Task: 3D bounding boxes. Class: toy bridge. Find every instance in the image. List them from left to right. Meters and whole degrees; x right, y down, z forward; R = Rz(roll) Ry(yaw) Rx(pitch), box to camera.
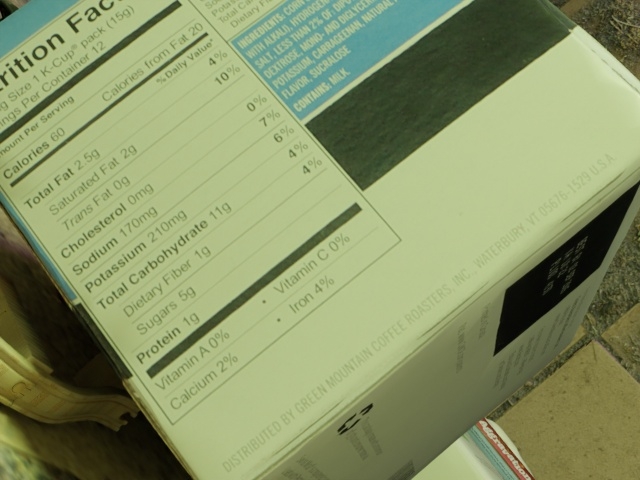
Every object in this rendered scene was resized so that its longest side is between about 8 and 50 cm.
[{"bbox_3d":[-0.130,0.039,0.412,0.063,0.026,0.188,53,1,39],"label":"toy bridge"}]

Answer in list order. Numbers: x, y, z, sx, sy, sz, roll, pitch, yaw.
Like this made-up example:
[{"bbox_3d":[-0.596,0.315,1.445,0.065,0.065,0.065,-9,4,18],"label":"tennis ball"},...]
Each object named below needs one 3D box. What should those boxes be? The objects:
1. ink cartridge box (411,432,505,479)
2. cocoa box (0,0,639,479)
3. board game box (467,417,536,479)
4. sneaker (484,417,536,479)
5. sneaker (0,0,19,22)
[{"bbox_3d":[0.142,0.280,0.896,0.273,0.115,0.198,51,2,36],"label":"ink cartridge box"},{"bbox_3d":[0.000,0.000,0.554,0.228,0.231,0.347,49,-7,19],"label":"cocoa box"},{"bbox_3d":[0.195,0.321,1.023,0.027,0.145,0.281,5,39,-49],"label":"board game box"},{"bbox_3d":[0.223,0.329,1.100,0.118,0.110,0.292,0,62,-53],"label":"sneaker"},{"bbox_3d":[-0.217,-0.125,0.706,0.130,0.087,0.227,58,2,-40],"label":"sneaker"}]
